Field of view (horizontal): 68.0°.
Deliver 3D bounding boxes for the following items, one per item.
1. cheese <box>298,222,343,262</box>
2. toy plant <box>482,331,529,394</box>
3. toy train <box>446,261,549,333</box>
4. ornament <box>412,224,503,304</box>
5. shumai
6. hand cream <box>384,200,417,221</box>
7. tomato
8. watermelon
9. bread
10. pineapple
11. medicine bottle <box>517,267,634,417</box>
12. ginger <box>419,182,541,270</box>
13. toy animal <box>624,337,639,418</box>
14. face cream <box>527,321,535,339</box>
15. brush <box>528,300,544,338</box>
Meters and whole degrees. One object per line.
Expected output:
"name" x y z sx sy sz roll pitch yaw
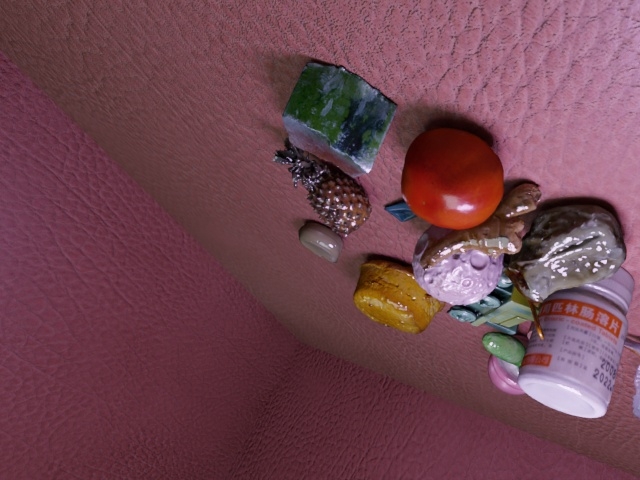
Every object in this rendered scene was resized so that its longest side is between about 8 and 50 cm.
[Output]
"cheese" 0.000 0.000 1.942 0.202 0.091 0.175 30 158 7
"toy plant" 0.729 0.448 1.771 0.317 0.211 0.356 2 154 5
"toy train" 0.578 0.190 1.539 0.253 0.160 0.397 20 159 3
"ornament" 0.383 0.055 1.358 0.225 0.259 0.259 24 159 -10
"shumai" 0.594 0.049 1.141 0.225 0.222 0.260 36 153 -6
"hand cream" 0.276 -0.099 1.462 0.083 0.048 0.224 33 163 -12
"tomato" 0.301 -0.135 1.127 0.260 0.180 0.260 45 155 28
"watermelon" 0.035 -0.279 1.234 0.264 0.151 0.302 29 157 2
"bread" 0.307 0.232 1.898 0.358 0.204 0.337 9 154 39
"pineapple" 0.005 -0.178 1.497 0.361 0.175 0.175 47 154 -11
"medicine bottle" 0.673 0.246 1.243 0.211 0.371 0.211 25 158 11
"ginger" 0.401 -0.016 1.192 0.333 0.081 0.148 -25 85 26
"toy animal" 0.976 0.331 1.430 0.284 0.225 0.302 45 149 20
"face cream" 0.774 0.295 1.566 0.149 0.104 0.149 26 157 12
"brush" 0.553 0.127 1.274 0.017 0.314 0.090 -23 131 26
